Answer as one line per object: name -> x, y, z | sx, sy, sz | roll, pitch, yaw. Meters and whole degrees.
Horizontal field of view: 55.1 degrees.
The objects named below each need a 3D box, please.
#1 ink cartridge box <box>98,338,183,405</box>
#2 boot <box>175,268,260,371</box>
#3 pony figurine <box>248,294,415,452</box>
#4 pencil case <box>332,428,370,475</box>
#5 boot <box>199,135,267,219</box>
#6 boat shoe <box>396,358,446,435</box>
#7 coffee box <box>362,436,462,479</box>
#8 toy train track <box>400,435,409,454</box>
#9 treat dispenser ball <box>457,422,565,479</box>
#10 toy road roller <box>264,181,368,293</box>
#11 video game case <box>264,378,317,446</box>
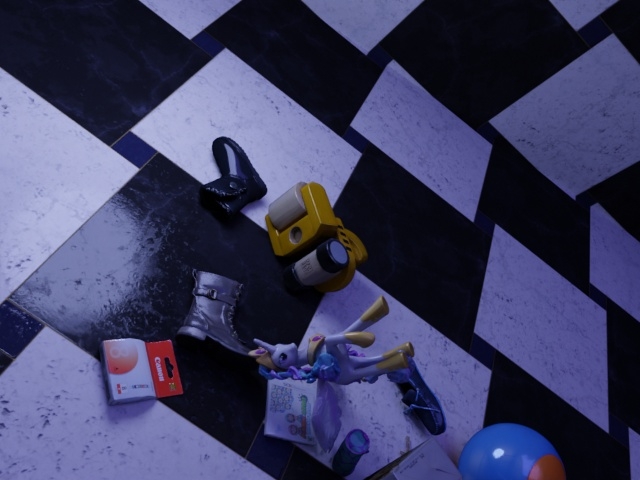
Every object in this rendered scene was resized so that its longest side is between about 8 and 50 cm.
ink cartridge box -> -0.412, 0.299, 1.428 | 0.179, 0.045, 0.145 | -1, 59, -35
boot -> -0.240, 0.200, 1.602 | 0.263, 0.091, 0.229 | 28, 45, -14
pony figurine -> 0.045, 0.316, 1.538 | 0.303, 0.363, 0.351 | -89, 153, -48
pencil case -> 0.077, 0.533, 1.535 | 0.070, 0.152, 0.064 | -8, 53, -25
boot -> -0.296, -0.194, 1.866 | 0.246, 0.094, 0.207 | 53, 39, 1
boat shoe -> 0.269, 0.460, 1.797 | 0.089, 0.109, 0.258 | -6, 45, -32
coffee box -> 0.169, 0.601, 1.445 | 0.168, 0.297, 0.119 | -20, 68, -44
toy train track -> 0.242, 0.589, 1.721 | 0.048, 0.014, 0.083 | 24, 40, -10
treat dispenser ball -> 0.522, 0.651, 1.685 | 0.288, 0.288, 0.288 | 20, 47, -24
toy road roller -> 0.000, 0.000, 1.874 | 0.240, 0.202, 0.329 | 3, 60, -50
video game case -> -0.075, 0.443, 1.589 | 0.143, 0.019, 0.157 | 21, 47, -23
